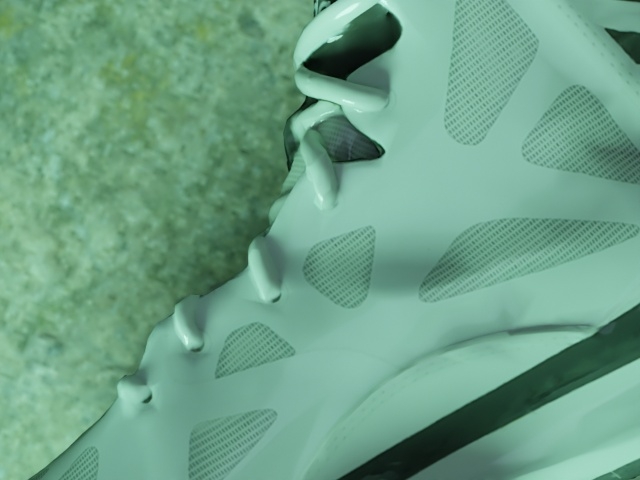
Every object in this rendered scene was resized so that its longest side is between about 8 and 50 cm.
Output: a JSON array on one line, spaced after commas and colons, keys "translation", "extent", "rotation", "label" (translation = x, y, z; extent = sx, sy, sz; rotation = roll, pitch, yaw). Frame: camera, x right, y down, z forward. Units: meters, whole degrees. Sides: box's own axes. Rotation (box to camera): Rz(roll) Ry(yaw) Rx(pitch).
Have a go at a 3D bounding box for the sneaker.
[{"translation": [0.000, 0.000, 0.572], "extent": [0.447, 0.169, 0.257], "rotation": [-23, 89, 0], "label": "sneaker"}]
